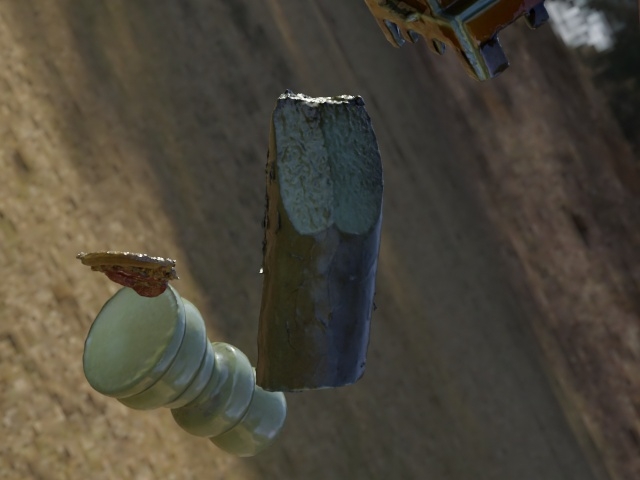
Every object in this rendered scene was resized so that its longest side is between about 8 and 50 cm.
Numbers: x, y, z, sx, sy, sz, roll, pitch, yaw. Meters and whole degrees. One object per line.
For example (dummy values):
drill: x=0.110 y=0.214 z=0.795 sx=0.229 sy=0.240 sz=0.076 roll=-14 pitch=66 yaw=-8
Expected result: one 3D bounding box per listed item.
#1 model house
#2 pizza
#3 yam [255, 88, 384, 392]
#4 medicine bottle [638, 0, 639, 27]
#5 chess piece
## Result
model house: x=0.118 y=-0.279 z=1.296 sx=0.215 sy=0.224 sz=0.198 roll=61 pitch=-12 yaw=-27
pizza: x=-0.173 y=0.032 z=1.508 sx=0.100 sy=0.099 sz=0.029 roll=20 pitch=73 yaw=-32
yam: x=0.000 y=0.000 z=1.352 sx=0.106 sy=0.106 sz=0.259 roll=-12 pitch=106 yaw=-81
medicine bottle: x=0.376 y=-0.194 z=1.510 sx=0.131 sy=0.131 sz=0.250 roll=-102 pitch=180 yaw=-58
chess piece: x=-0.135 y=0.161 z=1.784 sx=0.251 sy=0.144 sz=0.144 roll=38 pitch=24 yaw=-41
